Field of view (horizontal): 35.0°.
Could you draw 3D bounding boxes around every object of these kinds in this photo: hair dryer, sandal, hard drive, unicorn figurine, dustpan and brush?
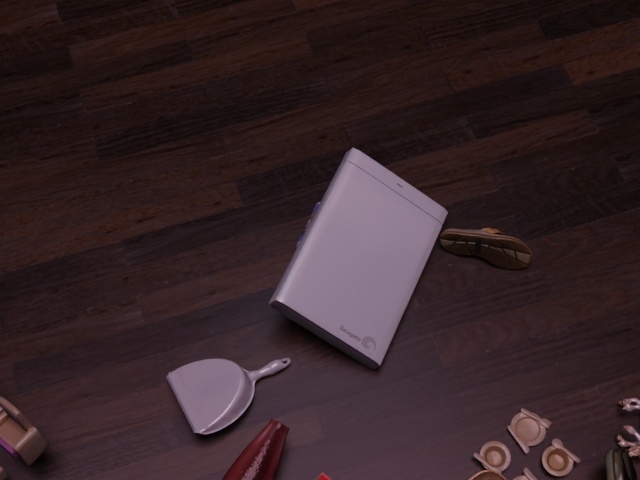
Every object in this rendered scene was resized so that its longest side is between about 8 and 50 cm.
[{"bbox_3d":[-0.069,0.449,1.714,0.223,0.080,0.293,-8,77,-9],"label":"hair dryer"},{"bbox_3d":[0.321,0.004,1.959,0.180,0.072,0.049,13,41,10],"label":"sandal"},{"bbox_3d":[0.079,0.029,1.897,0.233,0.047,0.353,33,64,-13],"label":"hard drive"},{"bbox_3d":[0.588,0.314,1.805,0.111,0.060,0.162,10,79,3],"label":"unicorn figurine"},{"bbox_3d":[-0.151,0.254,1.825,0.211,0.060,0.147,-29,54,-8],"label":"dustpan and brush"},{"bbox_3d":[0.478,0.497,1.686,0.086,0.120,0.303,-7,57,27],"label":"sandal"}]

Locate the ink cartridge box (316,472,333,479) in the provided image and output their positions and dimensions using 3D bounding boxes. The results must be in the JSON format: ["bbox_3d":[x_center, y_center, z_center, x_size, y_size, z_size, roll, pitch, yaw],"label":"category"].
[{"bbox_3d":[0.036,0.552,1.563,0.296,0.066,0.261,37,104,8],"label":"ink cartridge box"}]

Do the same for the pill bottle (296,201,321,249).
[{"bbox_3d":[0.000,0.000,1.941,0.078,0.078,0.137,21,63,10],"label":"pill bottle"}]

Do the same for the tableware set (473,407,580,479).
[{"bbox_3d":[0.362,0.384,1.779,0.168,0.020,0.141,-40,69,-19],"label":"tableware set"}]

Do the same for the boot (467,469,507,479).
[{"bbox_3d":[0.238,0.505,1.662,0.112,0.115,0.305,26,64,14],"label":"boot"}]

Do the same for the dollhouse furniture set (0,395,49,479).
[{"bbox_3d":[-0.674,0.328,1.657,0.286,0.198,0.303,30,63,28],"label":"dollhouse furniture set"}]
